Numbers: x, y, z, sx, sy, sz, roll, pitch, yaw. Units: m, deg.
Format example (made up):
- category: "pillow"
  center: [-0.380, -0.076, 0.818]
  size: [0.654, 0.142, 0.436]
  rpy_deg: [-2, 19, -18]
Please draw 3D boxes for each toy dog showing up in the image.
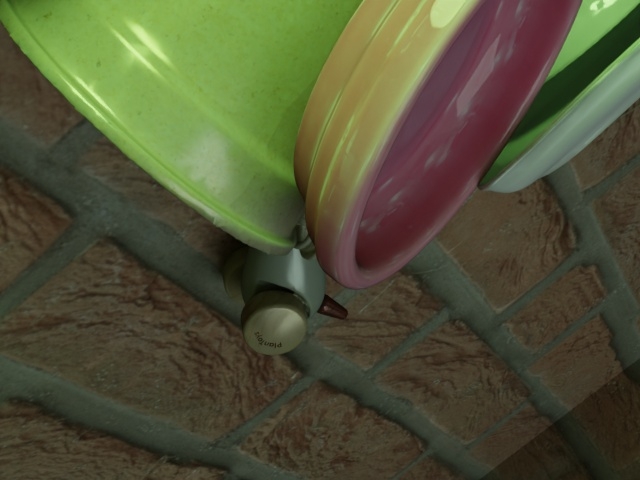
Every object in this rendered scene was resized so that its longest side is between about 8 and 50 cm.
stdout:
- category: "toy dog"
  center: [0.000, 0.000, 1.447]
  size: [0.161, 0.220, 0.334]
  rpy_deg: [10, 141, -23]

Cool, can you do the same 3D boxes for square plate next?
- category: "square plate"
  center: [0.282, -0.177, 1.154]
  size: [0.344, 0.049, 0.347]
  rpy_deg: [-43, -174, 9]

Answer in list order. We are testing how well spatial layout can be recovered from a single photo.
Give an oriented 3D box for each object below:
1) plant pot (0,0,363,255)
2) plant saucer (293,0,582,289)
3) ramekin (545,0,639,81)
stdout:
- category: "plant pot"
  center: [-0.046, -0.212, 0.970]
  size: [0.305, 0.334, 0.334]
  rpy_deg: [-47, 149, 9]
- category: "plant saucer"
  center: [0.087, -0.119, 0.888]
  size: [0.332, 0.084, 0.332]
  rpy_deg: [-48, 162, -21]
- category: "ramekin"
  center: [0.246, -0.281, 1.228]
  size: [0.277, 0.135, 0.277]
  rpy_deg: [-43, -173, 6]
